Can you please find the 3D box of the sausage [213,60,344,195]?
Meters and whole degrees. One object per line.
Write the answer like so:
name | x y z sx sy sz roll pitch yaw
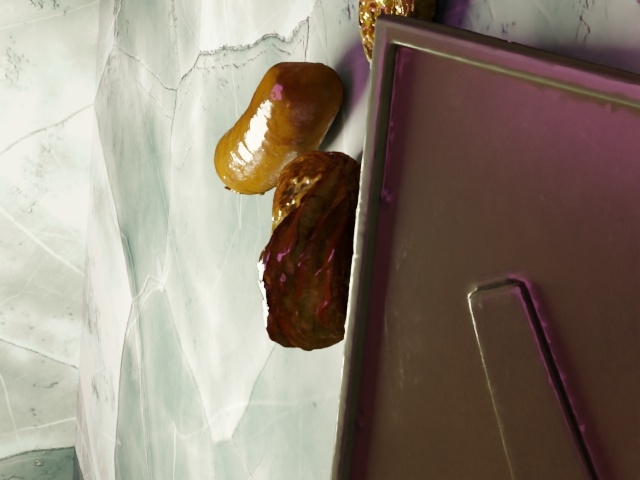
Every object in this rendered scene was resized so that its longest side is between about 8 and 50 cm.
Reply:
sausage | -0.055 -0.130 1.225 0.270 0.109 0.109 139 126 -61

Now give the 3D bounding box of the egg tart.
egg tart | 0.074 -0.224 0.981 0.129 0.049 0.128 175 90 -70

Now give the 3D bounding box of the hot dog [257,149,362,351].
hot dog | 0.003 0.001 1.070 0.259 0.114 0.175 -82 -10 -65

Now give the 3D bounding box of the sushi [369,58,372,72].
sushi | 0.099 0.031 0.871 0.343 0.064 0.359 -153 56 -63

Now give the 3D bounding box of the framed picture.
framed picture | 0.140 0.086 0.744 0.326 0.028 0.446 27 120 42
